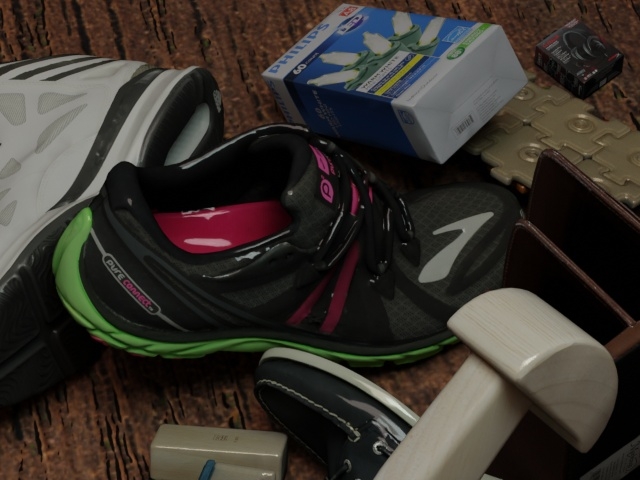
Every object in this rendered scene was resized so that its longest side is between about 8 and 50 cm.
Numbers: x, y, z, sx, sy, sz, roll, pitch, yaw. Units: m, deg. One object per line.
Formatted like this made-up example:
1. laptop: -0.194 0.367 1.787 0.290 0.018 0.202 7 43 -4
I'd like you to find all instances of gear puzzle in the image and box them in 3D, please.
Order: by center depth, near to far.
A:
1. gear puzzle: 0.203 -0.107 1.825 0.339 0.044 0.175 33 47 31

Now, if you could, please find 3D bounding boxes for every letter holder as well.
1. letter holder: 0.200 0.096 1.526 0.152 0.302 0.214 -32 58 -18

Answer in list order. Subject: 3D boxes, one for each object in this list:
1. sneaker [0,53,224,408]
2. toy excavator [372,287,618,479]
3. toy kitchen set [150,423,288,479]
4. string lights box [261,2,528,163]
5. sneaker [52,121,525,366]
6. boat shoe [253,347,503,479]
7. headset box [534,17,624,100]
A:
1. sneaker: -0.306 -0.026 1.764 0.258 0.169 0.447 14 49 25
2. toy excavator: 0.048 0.300 1.277 0.433 0.445 0.222 -32 45 -19
3. toy kitchen set: -0.104 0.281 1.561 0.122 0.166 0.207 4 18 6
4. string lights box: 0.071 -0.164 1.793 0.133 0.076 0.260 -43 33 -21
5. sneaker: 0.000 0.000 1.630 0.483 0.202 0.185 -5 50 -28
6. boat shoe: 0.061 0.225 1.548 0.340 0.127 0.113 36 64 9
7. headset box: 0.277 -0.199 1.906 0.062 0.032 0.083 -35 60 -20
